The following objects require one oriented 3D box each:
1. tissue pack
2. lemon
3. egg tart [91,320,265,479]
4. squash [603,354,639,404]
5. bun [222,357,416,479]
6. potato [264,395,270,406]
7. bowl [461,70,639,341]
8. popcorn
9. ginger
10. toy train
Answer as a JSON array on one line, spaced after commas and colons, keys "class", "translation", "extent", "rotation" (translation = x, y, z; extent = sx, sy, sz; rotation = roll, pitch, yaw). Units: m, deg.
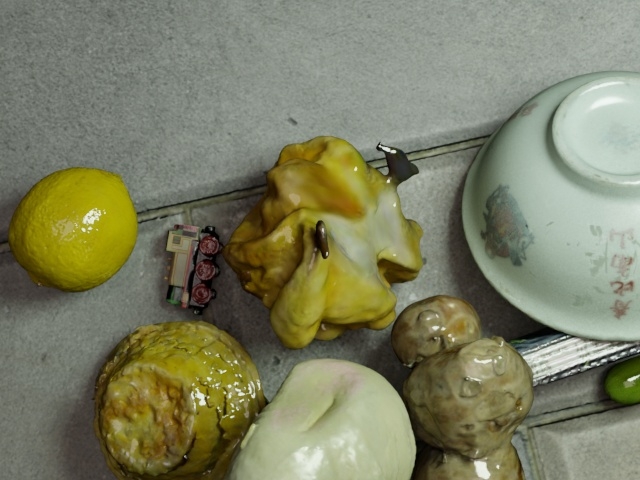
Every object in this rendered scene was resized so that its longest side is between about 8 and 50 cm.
[{"class": "tissue pack", "translation": [0.381, 0.149, 1.364], "extent": [0.235, 0.173, 0.073], "rotation": [-19, 86, -1]}, {"class": "lemon", "translation": [-0.360, -0.019, 1.380], "extent": [0.178, 0.178, 0.203], "rotation": [35, 76, 3]}, {"class": "egg tart", "translation": [-0.219, 0.250, 1.344], "extent": [0.294, 0.123, 0.294], "rotation": [-1, 88, 22]}, {"class": "squash", "translation": [0.520, 0.192, 1.416], "extent": [0.201, 0.066, 0.066], "rotation": [-23, 85, -9]}, {"class": "bun", "translation": [-0.006, 0.333, 1.220], "extent": [0.213, 0.361, 0.361], "rotation": [24, 85, 12]}, {"class": "potato", "translation": [-0.138, 0.258, 1.402], "extent": [0.120, 0.081, 0.149], "rotation": [-36, 86, -5]}, {"class": "bowl", "translation": [0.407, -0.098, 1.292], "extent": [0.434, 0.196, 0.435], "rotation": [-5, 58, 8]}, {"class": "popcorn", "translation": [0.000, 0.000, 1.351], "extent": [0.315, 0.281, 0.297], "rotation": [-9, 77, -40]}, {"class": "ginger", "translation": [0.197, 0.262, 1.276], "extent": [0.176, 0.256, 0.375], "rotation": [-7, 89, -15]}, {"class": "toy train", "translation": [-0.198, 0.043, 1.438], "extent": [0.087, 0.050, 0.138], "rotation": [8, 86, 6]}]
